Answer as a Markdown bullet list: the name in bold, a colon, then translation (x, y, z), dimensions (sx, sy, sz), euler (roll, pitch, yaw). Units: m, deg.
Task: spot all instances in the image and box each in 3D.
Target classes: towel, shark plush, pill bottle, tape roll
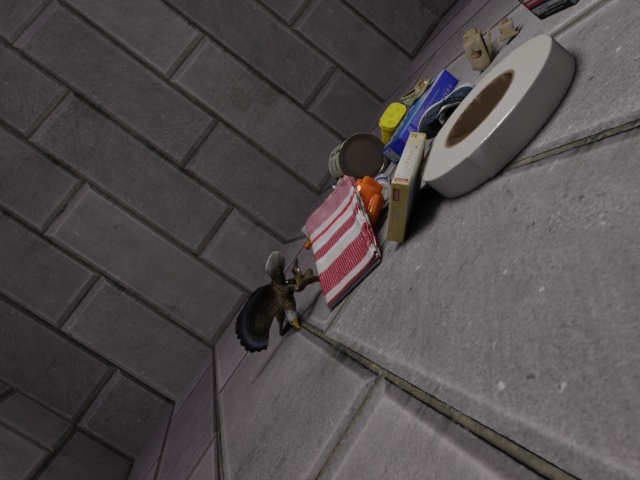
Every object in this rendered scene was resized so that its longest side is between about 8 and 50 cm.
- **towel**: translation (0.051, -0.003, 1.363), dimensions (0.237, 0.037, 0.329), euler (-49, 38, 33)
- **shark plush**: translation (0.115, -0.188, 1.897), dimensions (0.073, 0.161, 0.067), euler (-45, -25, 15)
- **pill bottle**: translation (0.207, -0.182, 1.598), dimensions (0.067, 0.067, 0.120), euler (-50, 10, 25)
- **tape roll**: translation (0.370, -0.265, 1.049), dimensions (0.392, 0.072, 0.392), euler (-52, 9, 11)

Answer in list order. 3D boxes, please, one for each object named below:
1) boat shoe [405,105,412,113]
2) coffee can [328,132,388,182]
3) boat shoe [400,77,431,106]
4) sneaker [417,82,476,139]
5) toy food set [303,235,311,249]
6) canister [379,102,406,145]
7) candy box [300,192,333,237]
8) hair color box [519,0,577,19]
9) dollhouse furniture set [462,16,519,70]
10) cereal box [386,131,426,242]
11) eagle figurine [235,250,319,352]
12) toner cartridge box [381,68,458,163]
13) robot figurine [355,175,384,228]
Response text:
- **boat shoe**: translation (0.373, -0.521, 1.983), dimensions (0.190, 0.072, 0.068), euler (-15, 72, 40)
- **coffee can**: translation (0.153, -0.335, 2.020), dimensions (0.202, 0.201, 0.275), euler (-54, 9, -1)
- **boat shoe**: translation (0.361, -0.568, 1.816), dimensions (0.056, 0.048, 0.153), euler (-58, 9, -25)
- **sneaker**: translation (0.352, -0.349, 1.405), dimensions (0.226, 0.086, 0.163), euler (-43, 11, 47)
- **toy food set**: translation (0.000, 0.000, 1.855), dimensions (0.105, 0.111, 0.232), euler (-55, 2, 2)
- **canister**: translation (0.292, -0.448, 1.923), dimensions (0.126, 0.073, 0.170), euler (-57, -21, -19)
- **candy box**: translation (0.039, -0.113, 2.029), dimensions (0.233, 0.071, 0.159), euler (-47, -13, 34)
- **hair color box**: translation (0.489, -0.733, 1.192), dimensions (0.114, 0.374, 0.185), euler (-53, 9, 10)
- **dollhouse furniture set**: translation (0.558, -0.646, 1.547), dimensions (0.160, 0.101, 0.182), euler (-20, 26, 29)
- **cereal box**: translation (0.213, -0.135, 1.180), dimensions (0.240, 0.047, 0.173), euler (-62, -22, -45)
- **eagle figurine**: translation (-0.137, 0.208, 1.558), dimensions (0.298, 0.226, 0.225), euler (-43, 34, 31)
- **toner cartridge box**: translation (0.367, -0.459, 1.779), dimensions (0.348, 0.075, 0.165), euler (-57, 10, -17)
- **robot figurine**: translation (0.118, -0.088, 1.477), dimensions (0.220, 0.158, 0.128), euler (-68, -30, -20)
